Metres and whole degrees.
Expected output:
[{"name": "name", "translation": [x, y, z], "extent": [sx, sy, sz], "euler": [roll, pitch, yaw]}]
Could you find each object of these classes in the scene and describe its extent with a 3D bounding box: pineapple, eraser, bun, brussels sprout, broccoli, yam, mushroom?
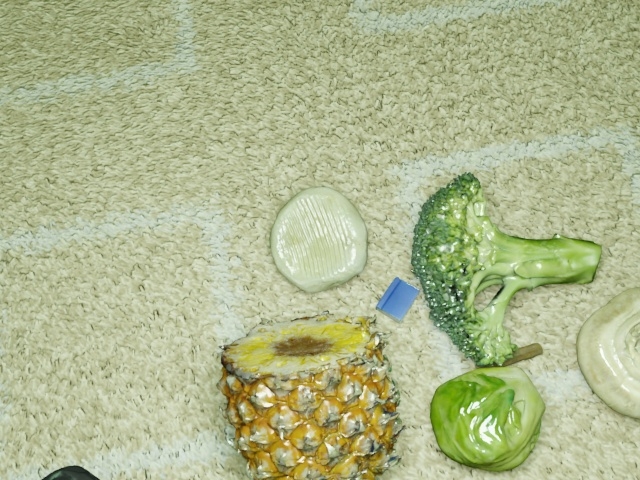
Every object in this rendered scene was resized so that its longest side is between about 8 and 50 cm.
[{"name": "pineapple", "translation": [-0.011, 0.303, 1.299], "extent": [0.352, 0.352, 0.300], "euler": [-17, 103, -7]}, {"name": "eraser", "translation": [0.167, 0.129, 1.559], "extent": [0.063, 0.027, 0.085], "euler": [30, 70, 16]}, {"name": "bun", "translation": [0.000, 0.000, 1.566], "extent": [0.231, 0.133, 0.231], "euler": [0, 88, 12]}, {"name": "brussels sprout", "translation": [0.318, 0.340, 1.391], "extent": [0.223, 0.161, 0.223], "euler": [-7, 42, 6]}, {"name": "broccoli", "translation": [0.368, 0.013, 1.507], "extent": [0.397, 0.275, 0.353], "euler": [-31, 107, -9]}, {"name": "yam", "translation": [0.390, 0.246, 1.496], "extent": [0.145, 0.032, 0.032], "euler": [-19, 66, -6]}, {"name": "mushroom", "translation": [0.634, 0.209, 1.396], "extent": [0.254, 0.234, 0.260], "euler": [-3, 65, 4]}]

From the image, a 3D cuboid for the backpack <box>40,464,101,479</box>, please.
[{"name": "backpack", "translation": [-0.497, 0.636, 1.220], "extent": [0.445, 0.255, 0.363], "euler": [-37, 66, -23]}]
